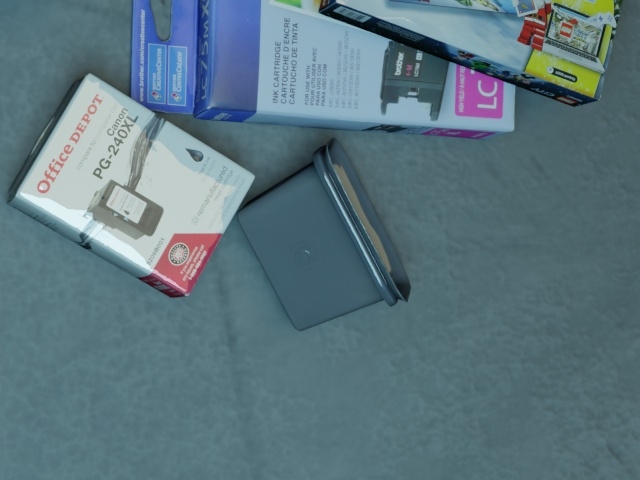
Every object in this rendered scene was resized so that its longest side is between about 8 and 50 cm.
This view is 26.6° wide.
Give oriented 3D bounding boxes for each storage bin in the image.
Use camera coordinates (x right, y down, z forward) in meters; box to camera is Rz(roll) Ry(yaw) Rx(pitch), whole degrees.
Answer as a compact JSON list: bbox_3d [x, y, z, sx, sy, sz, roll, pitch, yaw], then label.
[{"bbox_3d":[0.000,0.000,1.059,0.091,0.098,0.135,-25,97,11],"label":"storage bin"}]

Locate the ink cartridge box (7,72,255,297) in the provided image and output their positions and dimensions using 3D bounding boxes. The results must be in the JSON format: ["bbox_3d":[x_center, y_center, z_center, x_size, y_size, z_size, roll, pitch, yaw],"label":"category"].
[{"bbox_3d":[-0.144,-0.040,1.021,0.150,0.063,0.109,31,80,-15],"label":"ink cartridge box"}]

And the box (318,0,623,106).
[{"bbox_3d":[0.130,-0.218,1.064,0.233,0.044,0.159,18,82,-17],"label":"box"}]

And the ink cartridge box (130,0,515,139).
[{"bbox_3d":[0.007,-0.184,1.078,0.311,0.065,0.186,2,87,-16],"label":"ink cartridge box"}]
